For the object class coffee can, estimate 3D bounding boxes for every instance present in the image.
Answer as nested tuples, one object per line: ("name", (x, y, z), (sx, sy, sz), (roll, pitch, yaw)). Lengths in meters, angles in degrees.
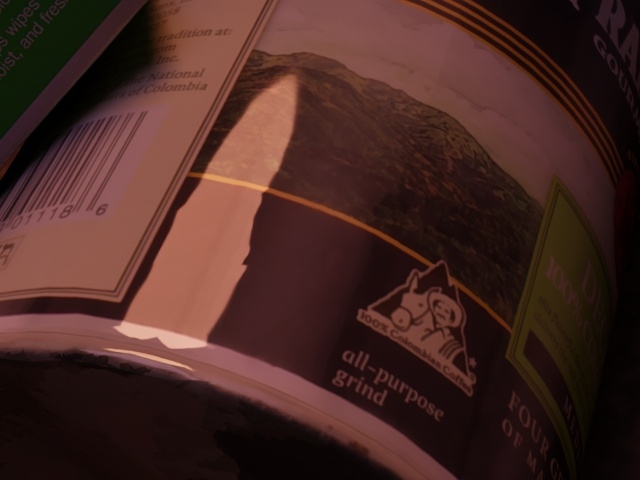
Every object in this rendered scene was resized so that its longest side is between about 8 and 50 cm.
("coffee can", (0.000, 0.000, 0.495), (0.201, 0.201, 0.275), (-1, 45, 25))

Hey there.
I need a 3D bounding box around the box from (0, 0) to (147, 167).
("box", (-0.189, -0.130, 0.491), (0.127, 0.231, 0.262), (-48, 19, 5))
